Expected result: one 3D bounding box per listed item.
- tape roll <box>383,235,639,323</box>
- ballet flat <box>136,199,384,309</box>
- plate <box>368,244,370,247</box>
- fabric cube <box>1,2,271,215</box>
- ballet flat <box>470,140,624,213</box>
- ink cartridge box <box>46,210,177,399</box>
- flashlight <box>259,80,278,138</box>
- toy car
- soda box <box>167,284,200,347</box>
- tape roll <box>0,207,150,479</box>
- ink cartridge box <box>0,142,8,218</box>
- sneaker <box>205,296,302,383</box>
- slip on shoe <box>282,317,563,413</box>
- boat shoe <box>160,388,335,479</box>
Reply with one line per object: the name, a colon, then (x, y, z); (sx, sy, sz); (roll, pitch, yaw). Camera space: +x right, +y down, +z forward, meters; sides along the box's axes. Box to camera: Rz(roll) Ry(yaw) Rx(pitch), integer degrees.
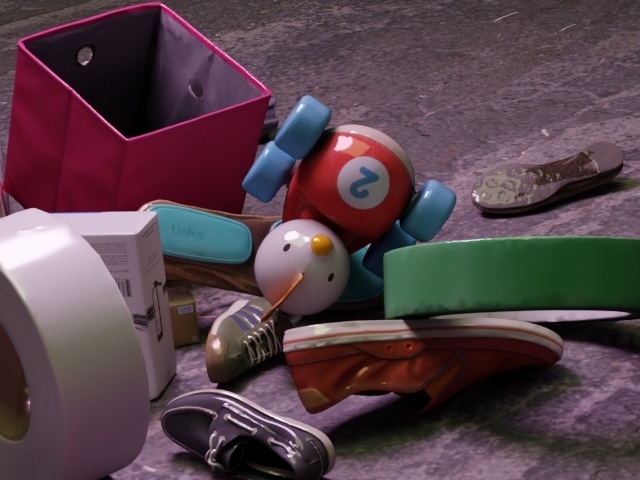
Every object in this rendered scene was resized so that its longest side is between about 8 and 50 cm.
tape roll: (0.230, 0.049, 1.765); (0.321, 0.077, 0.321); (0, -6, 0)
ballet flat: (-0.088, 0.030, 2.009); (0.342, 0.116, 0.124); (9, -23, -19)
plate: (0.014, -0.003, 2.227); (0.188, 0.024, 0.188); (-4, 21, 1)
fabric cube: (-0.261, -0.137, 2.205); (0.254, 0.258, 0.259); (-24, 53, -38)
ballet flat: (0.332, -0.083, 2.326); (0.250, 0.058, 0.084); (-19, 59, -19)
ink cartridge box: (-0.256, 0.075, 1.832); (0.148, 0.203, 0.086); (0, 19, 13)
flashlight: (-0.220, -0.189, 2.671); (0.304, 0.103, 0.103); (-17, 24, -29)
toy car: (0.000, 0.000, 1.857); (0.219, 0.210, 0.238); (33, 55, -6)
soda box: (-0.243, 0.106, 1.952); (0.181, 0.058, 0.061); (-10, 21, -13)
tape roll: (-0.292, 0.117, 1.611); (0.100, 0.286, 0.286); (-20, 25, -35)
ink cartridge box: (-0.571, -0.054, 2.378); (0.207, 0.117, 0.283); (-9, 21, -8)
sneaker: (-0.073, 0.110, 1.883); (0.086, 0.064, 0.192); (-6, 17, 13)
slip on shoe: (0.116, 0.137, 1.737); (0.331, 0.101, 0.123); (-1, -8, -26)
boat shoe: (-0.087, 0.206, 1.624); (0.206, 0.075, 0.065); (12, 23, 29)
